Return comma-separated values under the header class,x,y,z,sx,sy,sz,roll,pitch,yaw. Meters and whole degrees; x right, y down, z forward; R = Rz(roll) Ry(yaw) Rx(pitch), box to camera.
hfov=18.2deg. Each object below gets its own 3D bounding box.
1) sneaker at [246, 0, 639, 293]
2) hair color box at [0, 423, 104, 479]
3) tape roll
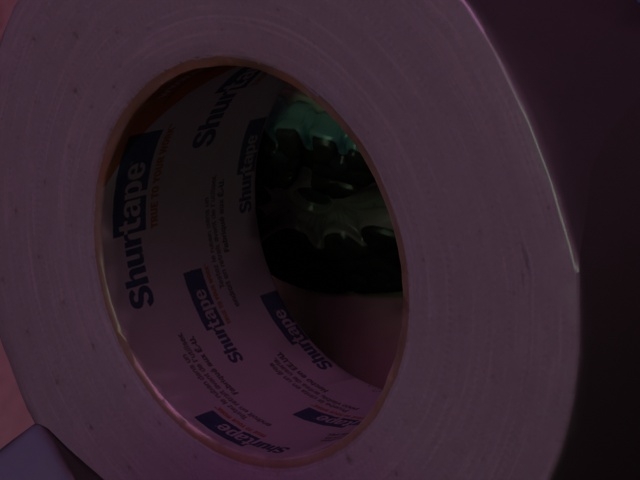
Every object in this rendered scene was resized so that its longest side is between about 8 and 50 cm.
class,x,y,z,sx,sy,sz,roll,pitch,yaw
sneaker,0.085,-0.058,0.632,0.283,0.110,0.122,3,55,33
hair color box,0.012,0.229,0.404,0.113,0.185,0.374,-38,46,0
tape roll,0.000,0.000,0.572,0.219,0.219,0.072,12,20,37
